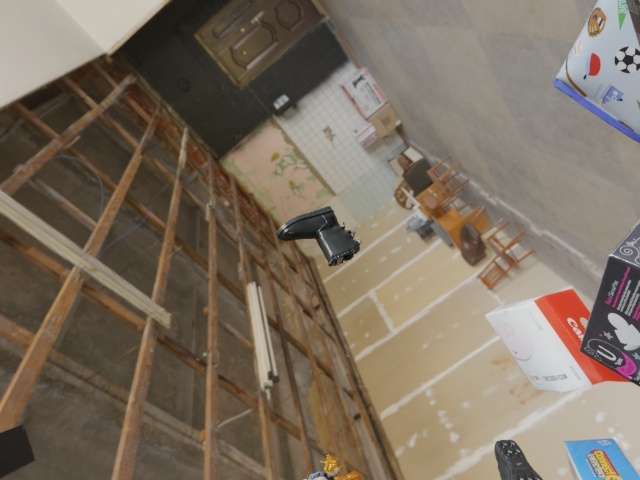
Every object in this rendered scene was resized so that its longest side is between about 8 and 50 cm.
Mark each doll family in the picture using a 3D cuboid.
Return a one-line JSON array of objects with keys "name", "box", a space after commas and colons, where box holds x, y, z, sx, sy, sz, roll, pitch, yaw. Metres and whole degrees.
[{"name": "doll family", "box": [0.015, 0.569, 0.933, 0.263, 0.163, 0.118, 40, 169, -30]}]

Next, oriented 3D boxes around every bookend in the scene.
[{"name": "bookend", "box": [-0.609, 0.394, 0.704, 0.156, 0.157, 0.072, 73, 171, -81]}]

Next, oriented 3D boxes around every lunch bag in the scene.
[{"name": "lunch bag", "box": [0.653, -0.318, 0.702, 0.385, 0.239, 0.327, 51, 165, 24]}]

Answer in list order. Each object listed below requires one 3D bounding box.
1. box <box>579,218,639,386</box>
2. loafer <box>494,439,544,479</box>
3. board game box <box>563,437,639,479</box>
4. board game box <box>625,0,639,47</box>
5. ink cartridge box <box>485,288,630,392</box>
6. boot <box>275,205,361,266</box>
[{"name": "box", "box": [0.463, 0.073, 0.550, 0.142, 0.163, 0.247, 36, 160, 40]}, {"name": "loafer", "box": [0.448, 0.541, 0.938, 0.223, 0.076, 0.078, -77, -20, -77]}, {"name": "board game box", "box": [0.483, 0.518, 0.637, 0.308, 0.086, 0.301, -6, -98, -71]}, {"name": "board game box", "box": [0.326, -0.178, 0.315, 0.170, 0.141, 0.048, 44, -151, -31]}, {"name": "ink cartridge box", "box": [0.443, 0.200, 0.814, 0.189, 0.066, 0.232, 58, 170, 10]}, {"name": "boot", "box": [0.000, 0.000, 0.709, 0.099, 0.121, 0.045, 57, 154, 21]}]
